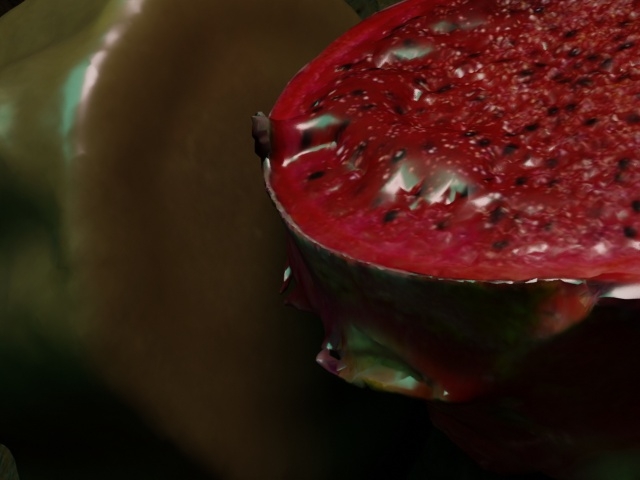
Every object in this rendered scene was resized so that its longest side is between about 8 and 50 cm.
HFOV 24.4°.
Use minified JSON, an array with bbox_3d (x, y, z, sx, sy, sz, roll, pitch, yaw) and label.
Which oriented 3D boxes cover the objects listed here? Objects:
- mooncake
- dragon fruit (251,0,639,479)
[{"bbox_3d":[-0.088,0.006,0.948,0.201,0.378,0.378,-10,33,38],"label":"mooncake"},{"bbox_3d":[0.160,-0.006,0.828,0.371,0.249,0.386,-12,32,9],"label":"dragon fruit"}]
